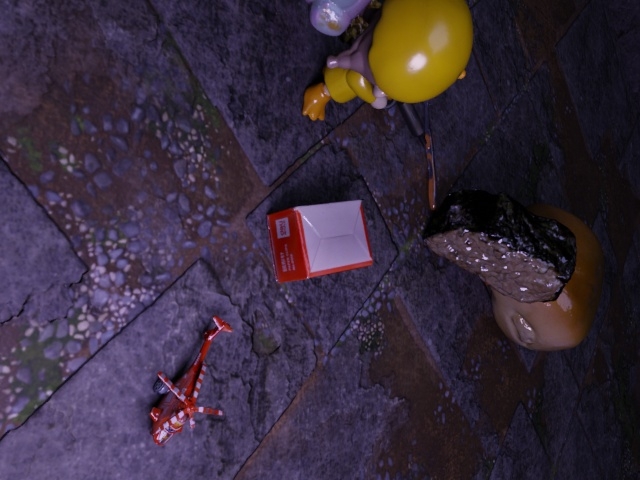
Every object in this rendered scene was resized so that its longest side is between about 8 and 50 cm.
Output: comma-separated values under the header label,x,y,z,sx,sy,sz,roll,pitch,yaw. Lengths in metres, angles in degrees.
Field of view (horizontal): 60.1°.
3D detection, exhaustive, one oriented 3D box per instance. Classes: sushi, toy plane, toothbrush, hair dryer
label,x,y,z,sx,sy,sz,roll,pitch,yaw
sushi,0.429,0.017,1.307,0.350,0.211,0.170,27,55,0
toy plane,-0.201,0.203,0.824,0.126,0.077,0.194,26,60,-44
toothbrush,0.272,-0.235,1.374,0.031,0.023,0.321,5,82,-42
hair dryer,0.207,-0.332,1.300,0.248,0.078,0.195,55,50,-38

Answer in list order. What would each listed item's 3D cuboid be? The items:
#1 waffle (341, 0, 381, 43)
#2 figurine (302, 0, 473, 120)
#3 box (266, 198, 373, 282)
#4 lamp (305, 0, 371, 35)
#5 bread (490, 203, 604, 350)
label,x,y,z,sx,sy,sz,roll,pitch,yaw
waffle,0.065,-0.513,1.186,0.191,0.038,0.191,7,81,-44
figurine,0.111,-0.323,0.999,0.187,0.344,0.215,33,61,-32
box,0.000,0.000,1.027,0.182,0.099,0.133,-11,91,-43
lamp,-0.021,-0.535,0.943,0.301,0.247,0.247,36,41,-22
bread,0.641,0.117,1.547,0.376,0.253,0.348,-49,122,-35
